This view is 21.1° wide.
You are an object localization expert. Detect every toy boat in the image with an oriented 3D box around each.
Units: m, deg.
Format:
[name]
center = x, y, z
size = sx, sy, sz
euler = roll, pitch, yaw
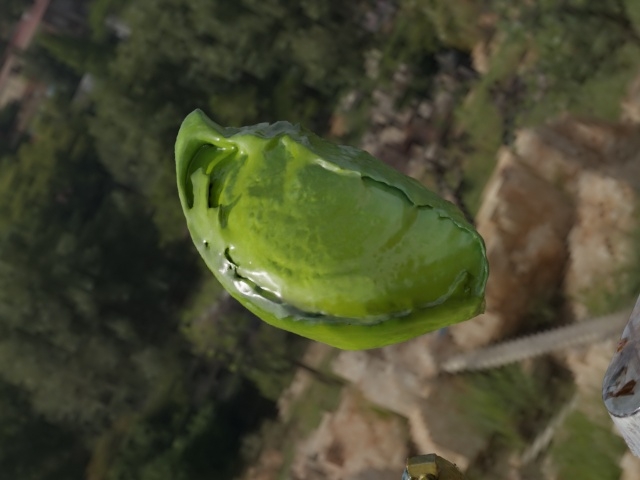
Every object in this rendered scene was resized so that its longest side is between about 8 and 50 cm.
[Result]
[toy boat]
center = 0.087, 0.198, 1.119
size = 0.047, 0.149, 0.049
euler = -9, 26, 18

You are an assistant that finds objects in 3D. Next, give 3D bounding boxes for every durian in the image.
[durian]
center = 0.000, 0.000, 1.213
size = 0.101, 0.250, 0.139
euler = 62, -132, -69

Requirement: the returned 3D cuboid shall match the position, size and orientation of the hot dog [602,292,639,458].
[hot dog]
center = 0.270, 0.029, 1.118
size = 0.268, 0.075, 0.144
euler = -57, 19, -23
